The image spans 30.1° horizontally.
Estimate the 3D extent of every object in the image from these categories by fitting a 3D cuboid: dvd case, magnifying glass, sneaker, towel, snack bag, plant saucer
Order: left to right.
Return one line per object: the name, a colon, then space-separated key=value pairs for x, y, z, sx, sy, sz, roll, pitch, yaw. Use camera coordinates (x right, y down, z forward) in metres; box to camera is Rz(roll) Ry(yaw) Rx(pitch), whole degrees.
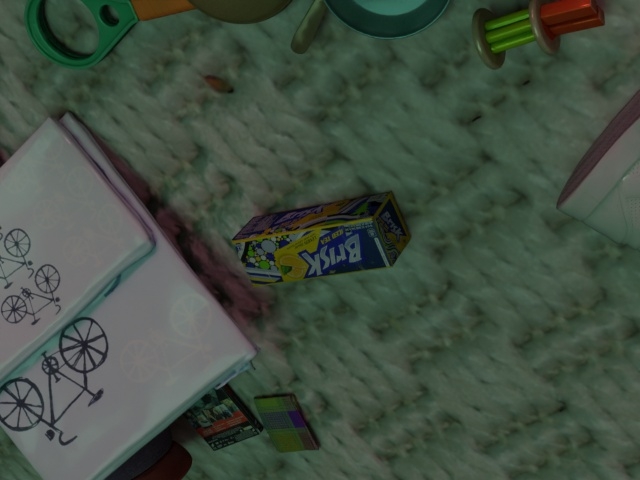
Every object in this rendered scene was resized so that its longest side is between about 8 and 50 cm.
snack bag: x=-0.280 y=0.090 z=1.292 sx=0.323 sy=0.037 sz=0.342 roll=-40 pitch=86 yaw=18
magnifying glass: x=-0.194 y=-0.220 z=1.151 sx=0.231 sy=0.026 sz=0.092 roll=-7 pitch=119 yaw=31
dvd case: x=-0.133 y=0.195 z=1.421 sx=0.087 sy=0.013 sz=0.119 roll=-27 pitch=108 yaw=38
towel: x=-0.040 y=0.214 z=1.388 sx=0.060 sy=0.009 sz=0.083 roll=-10 pitch=117 yaw=34
plant saucer: x=0.055 y=-0.228 z=1.004 sx=0.119 sy=0.021 sz=0.119 roll=6 pitch=124 yaw=9
sneaker: x=0.331 y=-0.075 z=0.931 sx=0.169 sy=0.108 sz=0.292 roll=34 pitch=141 yaw=0

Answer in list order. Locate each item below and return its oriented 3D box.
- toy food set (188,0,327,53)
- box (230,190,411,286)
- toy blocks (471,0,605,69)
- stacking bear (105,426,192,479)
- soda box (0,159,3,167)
toy food set: x=-0.071 y=-0.254 z=1.049 sx=0.192 sy=0.038 sz=0.132 roll=26 pitch=126 yaw=-9
box: x=0.000 y=0.000 z=1.184 sx=0.169 sy=0.054 sz=0.059 roll=-9 pitch=117 yaw=33
toy blocks: x=0.183 y=-0.209 z=0.939 sx=0.148 sy=0.054 sz=0.123 roll=-13 pitch=115 yaw=34
stacking bear: x=-0.287 y=0.176 z=1.400 sx=0.164 sy=0.175 sz=0.289 roll=-26 pitch=99 yaw=12
soda box: x=-0.497 y=-0.094 z=1.355 sx=0.263 sy=0.092 sz=0.083 roll=-1 pitch=122 yaw=28
